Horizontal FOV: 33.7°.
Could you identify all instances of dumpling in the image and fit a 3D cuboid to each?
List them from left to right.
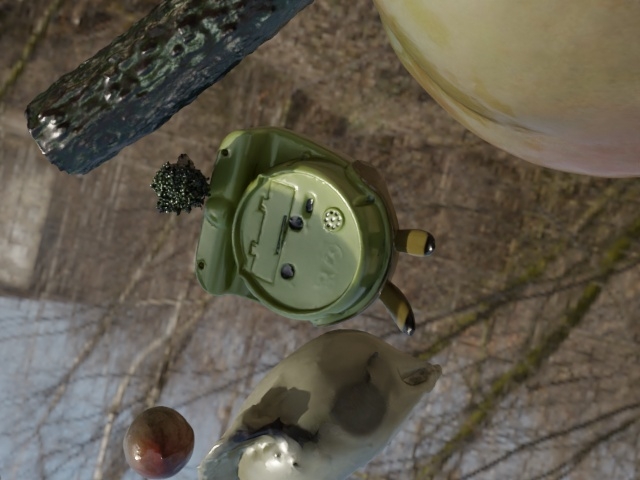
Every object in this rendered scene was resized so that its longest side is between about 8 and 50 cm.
[{"bbox_3d":[-0.005,0.129,0.768,0.092,0.176,0.150,45,150,0],"label":"dumpling"}]

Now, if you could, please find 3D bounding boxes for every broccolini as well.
[{"bbox_3d":[-0.136,-0.061,1.022,0.051,0.054,0.239,27,-175,-11],"label":"broccolini"}]

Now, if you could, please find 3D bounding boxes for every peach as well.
[{"bbox_3d":[-0.179,0.228,1.180,0.083,0.083,0.083,14,180,0],"label":"peach"},{"bbox_3d":[0.156,-0.160,0.568,0.292,0.247,0.292,34,158,16],"label":"peach"}]

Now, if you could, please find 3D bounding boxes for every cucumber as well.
[{"bbox_3d":[-0.063,-0.145,0.684,0.067,0.293,0.067,52,-167,-17],"label":"cucumber"}]

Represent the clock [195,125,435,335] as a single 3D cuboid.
[{"bbox_3d":[0.000,0.000,0.970,0.232,0.170,0.069,21,-163,25],"label":"clock"}]
